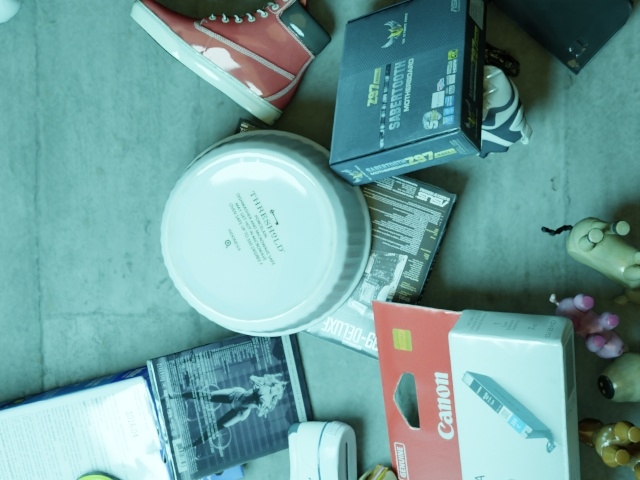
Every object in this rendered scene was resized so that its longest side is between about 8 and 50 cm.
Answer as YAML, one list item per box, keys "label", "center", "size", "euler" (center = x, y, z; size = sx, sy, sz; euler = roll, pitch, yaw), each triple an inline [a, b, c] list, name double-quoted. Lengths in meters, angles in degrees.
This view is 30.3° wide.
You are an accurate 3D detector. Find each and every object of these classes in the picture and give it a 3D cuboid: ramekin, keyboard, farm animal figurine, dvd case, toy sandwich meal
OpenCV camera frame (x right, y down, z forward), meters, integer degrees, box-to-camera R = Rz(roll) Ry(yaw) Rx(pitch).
- label: "ramekin"
  center: [-0.077, -0.007, 1.477]
  size: [0.272, 0.127, 0.273]
  euler: [0, 92, 8]
- label: "keyboard"
  center: [0.230, -0.328, 1.513]
  size: [0.317, 0.033, 0.201]
  euler: [39, 109, -13]
- label: "farm animal figurine"
  center: [0.436, 0.134, 1.494]
  size: [0.326, 0.172, 0.330]
  euler: [-1, 85, -6]
- label: "dvd case"
  center: [-0.113, 0.211, 1.553]
  size: [0.221, 0.018, 0.165]
  euler: [-13, 91, -35]
- label: "toy sandwich meal"
  center: [0.073, 0.344, 1.580]
  size: [0.029, 0.085, 0.086]
  euler: [7, 94, 35]

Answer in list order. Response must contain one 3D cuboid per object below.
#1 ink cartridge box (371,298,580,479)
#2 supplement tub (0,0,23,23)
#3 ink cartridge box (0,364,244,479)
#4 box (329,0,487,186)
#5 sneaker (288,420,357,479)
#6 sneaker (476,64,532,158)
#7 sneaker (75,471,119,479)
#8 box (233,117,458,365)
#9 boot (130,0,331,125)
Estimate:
- label: "ink cartridge box"
  center: [0.187, 0.226, 1.473]
  size: [0.261, 0.066, 0.296]
  euler: [4, 118, 25]
- label: "supplement tub"
  center: [-0.583, -0.330, 1.542]
  size: [0.324, 0.235, 0.235]
  euler: [-27, 89, 7]
- label: "ink cartridge box"
  center: [-0.309, 0.327, 1.582]
  size: [0.395, 0.151, 0.270]
  euler: [-14, 93, 8]
- label: "box"
  center: [0.109, -0.194, 1.457]
  size: [0.183, 0.059, 0.233]
  euler: [-13, 55, 33]
- label: "sneaker"
  center: [-0.002, 0.361, 1.585]
  size: [0.091, 0.094, 0.258]
  euler: [6, 100, 28]
- label: "sneaker"
  center: [0.174, -0.165, 1.541]
  size: [0.235, 0.153, 0.094]
  euler: [4, 65, 40]
- label: "sneaker"
  center: [-0.332, 0.437, 1.459]
  size: [0.111, 0.121, 0.300]
  euler: [20, 96, 4]
- label: "box"
  center: [0.000, 0.000, 1.571]
  size: [0.307, 0.076, 0.243]
  euler: [19, 95, 5]
- label: "boot"
  center: [-0.115, -0.292, 1.570]
  size: [0.244, 0.088, 0.176]
  euler: [34, 95, -4]
